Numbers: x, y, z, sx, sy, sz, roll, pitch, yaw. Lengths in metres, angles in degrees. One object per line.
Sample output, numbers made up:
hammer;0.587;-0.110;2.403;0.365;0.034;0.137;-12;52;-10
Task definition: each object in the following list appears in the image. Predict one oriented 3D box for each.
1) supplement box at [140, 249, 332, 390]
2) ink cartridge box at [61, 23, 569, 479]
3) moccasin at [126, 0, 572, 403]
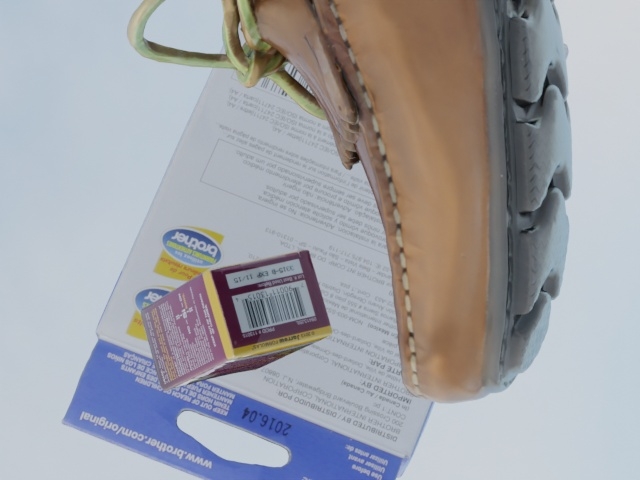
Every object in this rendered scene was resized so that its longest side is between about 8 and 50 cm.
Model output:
supplement box;-0.040;0.038;0.864;0.055;0.083;0.043;-12;-99;-31
ink cartridge box;0.000;0.000;1.041;0.065;0.186;0.311;99;-167;-70
moccasin;0.003;-0.122;0.707;0.139;0.147;0.380;-32;-73;-75
